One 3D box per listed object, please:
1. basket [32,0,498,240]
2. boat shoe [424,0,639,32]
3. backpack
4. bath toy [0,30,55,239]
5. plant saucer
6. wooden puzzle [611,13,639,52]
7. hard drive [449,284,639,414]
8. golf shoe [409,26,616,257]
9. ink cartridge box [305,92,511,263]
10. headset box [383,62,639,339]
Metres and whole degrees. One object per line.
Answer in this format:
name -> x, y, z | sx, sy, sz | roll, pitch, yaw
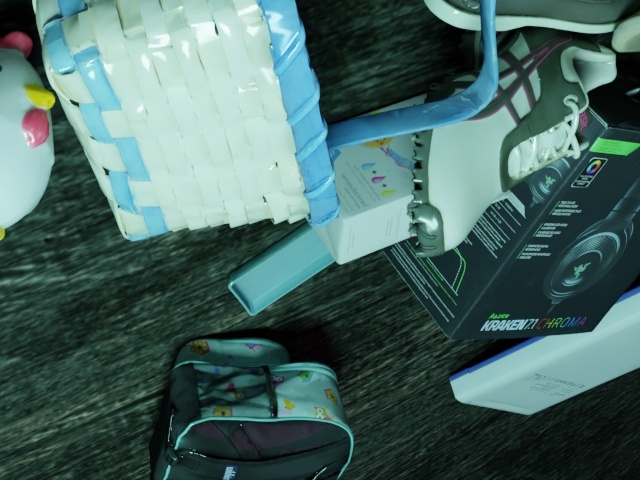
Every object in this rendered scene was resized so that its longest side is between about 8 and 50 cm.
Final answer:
basket -> -0.022, -0.136, 0.705 | 0.288, 0.201, 0.255 | -12, 144, -3
boat shoe -> 0.192, -0.217, 0.909 | 0.227, 0.081, 0.069 | -10, 142, -29
backpack -> -0.067, 0.184, 1.108 | 0.188, 0.144, 0.166 | 7, 130, -15
bath toy -> -0.252, -0.116, 0.573 | 0.348, 0.151, 0.129 | 42, 66, -55
plant saucer -> 0.000, 0.000, 1.065 | 0.192, 0.018, 0.067 | -33, 146, -2
wooden puzzle -> 0.459, -0.131, 0.960 | 0.322, 0.347, 0.081 | -14, 117, -55
hard drive -> 0.348, 0.136, 1.414 | 0.318, 0.040, 0.210 | -30, 151, 29
golf shoe -> 0.148, -0.091, 0.881 | 0.105, 0.120, 0.273 | 80, 30, -45
ink cartridge box -> 0.071, -0.062, 0.973 | 0.181, 0.104, 0.062 | -21, 144, -21
headset box -> 0.245, -0.048, 1.114 | 0.246, 0.131, 0.283 | 2, 130, -43
